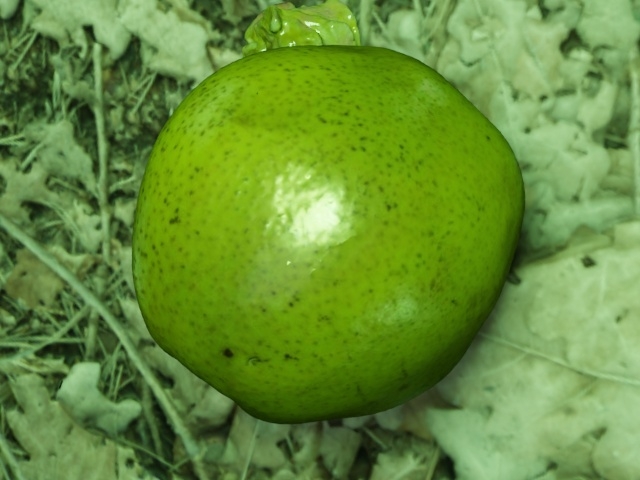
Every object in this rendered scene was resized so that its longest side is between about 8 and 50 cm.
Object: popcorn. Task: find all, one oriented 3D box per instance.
[{"bbox_3d":[-0.016,-0.151,0.987,0.109,0.089,0.097,-17,101,22],"label":"popcorn"}]

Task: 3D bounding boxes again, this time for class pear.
[{"bbox_3d":[0.000,0.000,0.893,0.294,0.294,0.294,3,99,24],"label":"pear"}]
